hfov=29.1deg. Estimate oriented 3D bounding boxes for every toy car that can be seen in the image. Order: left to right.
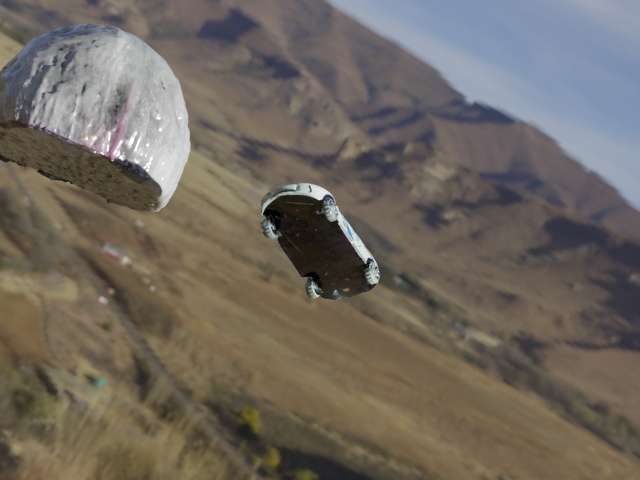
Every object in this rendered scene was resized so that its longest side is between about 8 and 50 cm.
[{"bbox_3d":[0.000,0.000,1.507,0.205,0.095,0.056,56,29,-37],"label":"toy car"}]

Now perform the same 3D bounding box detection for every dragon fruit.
[{"bbox_3d":[-0.296,-0.186,1.652,0.283,0.221,0.204,25,-23,-15],"label":"dragon fruit"}]
